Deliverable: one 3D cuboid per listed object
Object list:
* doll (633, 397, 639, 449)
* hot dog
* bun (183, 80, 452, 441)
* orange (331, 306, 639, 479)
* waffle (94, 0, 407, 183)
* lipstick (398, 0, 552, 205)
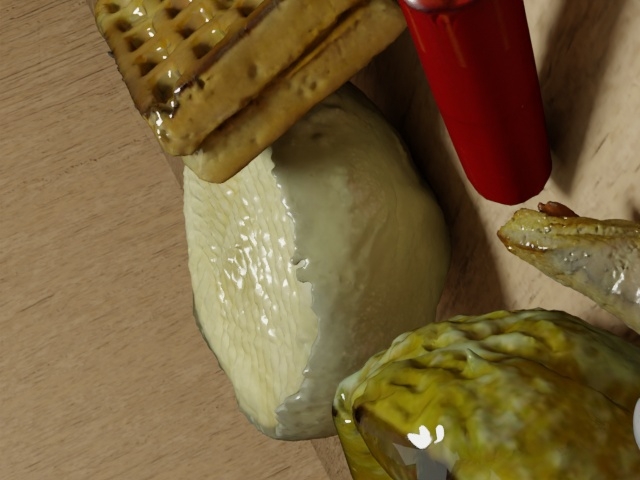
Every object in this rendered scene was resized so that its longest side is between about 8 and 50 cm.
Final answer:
[{"bbox_3d":[0.236,0.114,0.589,0.105,0.199,0.336,96,151,-61],"label":"doll"},{"bbox_3d":[0.195,0.021,0.896,0.169,0.061,0.078,36,170,10],"label":"hot dog"},{"bbox_3d":[0.005,0.000,1.331,0.364,0.202,0.364,170,90,-70],"label":"bun"},{"bbox_3d":[0.147,0.158,1.003,0.271,0.210,0.368,42,170,-3],"label":"orange"},{"bbox_3d":[-0.074,-0.194,1.212,0.098,0.224,0.328,48,-176,-29],"label":"waffle"},{"bbox_3d":[0.101,-0.105,0.896,0.073,0.073,0.280,60,-179,25],"label":"lipstick"}]
